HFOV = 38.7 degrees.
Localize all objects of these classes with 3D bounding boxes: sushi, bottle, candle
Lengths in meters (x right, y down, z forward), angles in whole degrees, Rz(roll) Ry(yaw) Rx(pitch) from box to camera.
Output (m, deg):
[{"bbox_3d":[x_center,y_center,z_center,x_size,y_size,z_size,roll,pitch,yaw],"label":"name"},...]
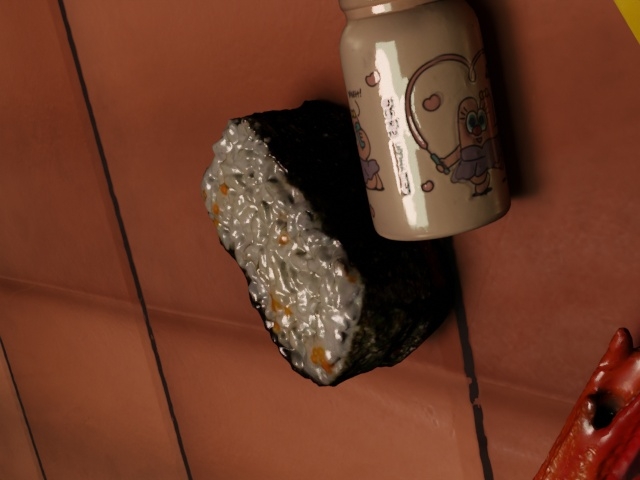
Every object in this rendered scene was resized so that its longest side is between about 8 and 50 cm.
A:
[{"bbox_3d":[0.000,0.000,0.725,0.225,0.126,0.136,56,141,14],"label":"sushi"},{"bbox_3d":[0.064,-0.113,0.622,0.110,0.097,0.209,-113,11,-77],"label":"bottle"},{"bbox_3d":[0.195,0.163,0.640,0.084,0.059,0.301,50,140,32],"label":"candle"}]

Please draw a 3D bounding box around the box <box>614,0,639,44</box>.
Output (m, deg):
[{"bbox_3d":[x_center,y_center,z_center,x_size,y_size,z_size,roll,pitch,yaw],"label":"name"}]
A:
[{"bbox_3d":[0.224,-0.154,0.472,0.155,0.023,0.087,-34,80,51],"label":"box"}]
